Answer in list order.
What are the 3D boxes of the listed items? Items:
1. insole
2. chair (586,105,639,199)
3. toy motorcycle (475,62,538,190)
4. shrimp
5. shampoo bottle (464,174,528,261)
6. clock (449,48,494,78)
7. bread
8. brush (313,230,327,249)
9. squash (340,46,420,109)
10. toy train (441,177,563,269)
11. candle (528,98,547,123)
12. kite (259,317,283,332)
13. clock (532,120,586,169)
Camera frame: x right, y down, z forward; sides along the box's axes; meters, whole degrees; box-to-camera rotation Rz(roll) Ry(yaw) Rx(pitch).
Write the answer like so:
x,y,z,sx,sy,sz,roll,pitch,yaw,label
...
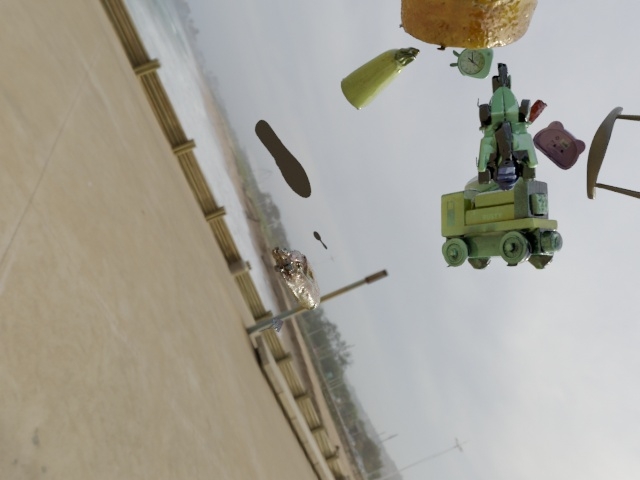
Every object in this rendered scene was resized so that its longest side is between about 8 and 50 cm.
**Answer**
x,y,z,sx,sy,sz,roll,pitch,yaw,label
-0.130,-0.286,1.833,0.109,0.007,0.322,-36,-91,44,insole
0.664,-0.140,0.984,0.166,0.272,0.187,3,103,-59,chair
0.428,-0.260,1.211,0.196,0.125,0.331,66,28,-46,toy motorcycle
-0.060,0.080,1.329,0.294,0.062,0.153,58,21,-59,shrimp
0.660,-0.086,1.803,0.349,0.222,0.151,58,26,-3,shampoo bottle
0.501,-0.596,1.722,0.041,0.135,0.101,-63,162,-56,clock
0.401,-0.664,1.378,0.398,0.399,0.215,-118,-158,-47,bread
0.000,0.000,1.917,0.083,0.024,0.008,53,31,5,brush
0.212,-0.580,1.759,0.137,0.288,0.137,31,42,-33,squash
0.514,-0.041,1.528,0.397,0.160,0.253,-7,-100,55,toy train
0.631,-0.370,1.614,0.048,0.162,0.053,37,13,-16,candle
-0.140,0.243,1.491,0.002,0.078,0.044,5,-92,57,kite
0.757,-0.305,1.631,0.152,0.050,0.110,47,-46,13,clock
